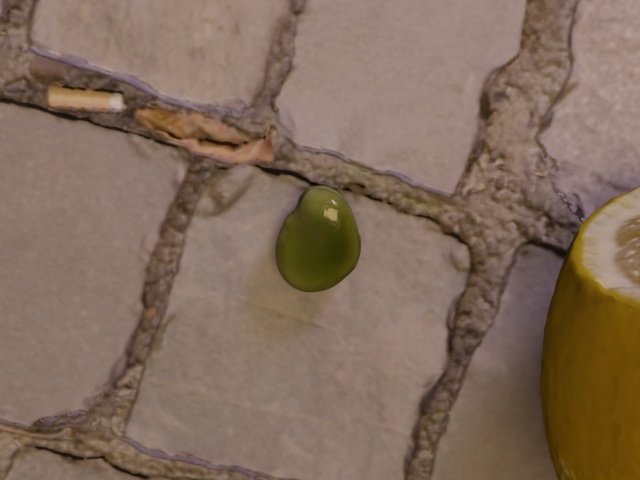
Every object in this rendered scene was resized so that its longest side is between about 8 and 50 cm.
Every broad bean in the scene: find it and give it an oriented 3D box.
[{"bbox_3d":[0.000,0.000,1.357,0.063,0.045,0.083,11,110,-7],"label":"broad bean"}]

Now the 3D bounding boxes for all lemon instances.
[{"bbox_3d":[0.324,0.132,1.275,0.364,0.364,0.364,-1,104,-5],"label":"lemon"}]
